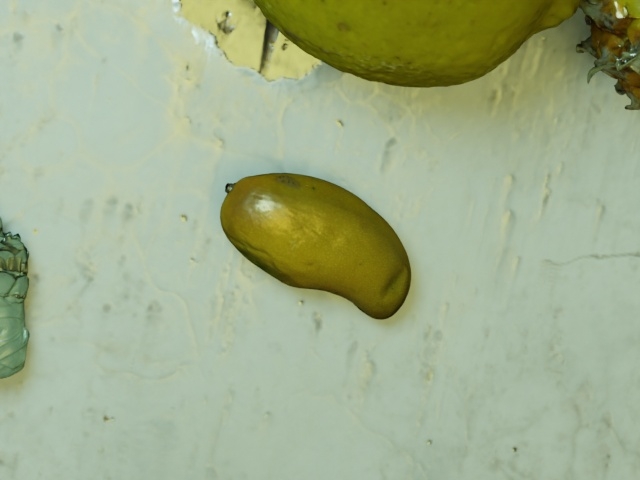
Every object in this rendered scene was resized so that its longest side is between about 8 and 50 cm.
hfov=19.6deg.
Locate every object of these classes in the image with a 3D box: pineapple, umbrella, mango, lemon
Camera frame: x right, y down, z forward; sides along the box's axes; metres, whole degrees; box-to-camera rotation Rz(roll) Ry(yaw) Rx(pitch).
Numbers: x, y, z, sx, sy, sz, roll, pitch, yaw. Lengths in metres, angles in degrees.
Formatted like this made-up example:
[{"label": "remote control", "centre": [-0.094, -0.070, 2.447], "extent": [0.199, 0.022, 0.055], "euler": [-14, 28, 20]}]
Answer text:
[{"label": "pineapple", "centre": [0.246, -0.210, 1.531], "extent": [0.164, 0.250, 0.140], "euler": [22, 141, 2]}, {"label": "umbrella", "centre": [-0.271, 0.044, 1.541], "extent": [0.067, 0.062, 0.143], "euler": [1, 105, 22]}, {"label": "mango", "centre": [0.000, 0.000, 1.563], "extent": [0.190, 0.075, 0.098], "euler": [29, 112, -18]}, {"label": "lemon", "centre": [0.060, -0.250, 1.431], "extent": [0.310, 0.253, 0.253], "euler": [21, 98, 0]}]
